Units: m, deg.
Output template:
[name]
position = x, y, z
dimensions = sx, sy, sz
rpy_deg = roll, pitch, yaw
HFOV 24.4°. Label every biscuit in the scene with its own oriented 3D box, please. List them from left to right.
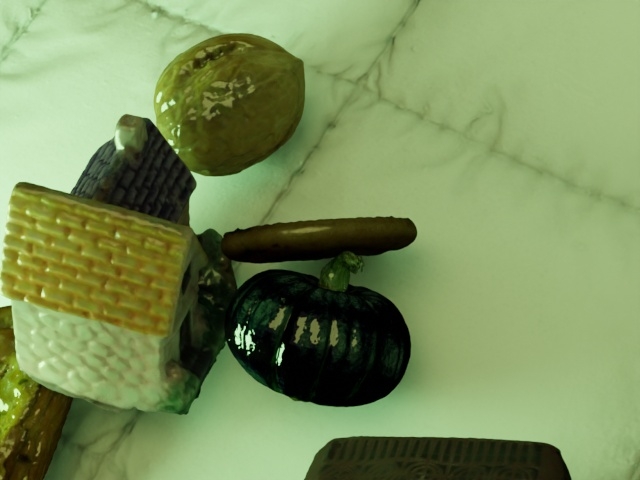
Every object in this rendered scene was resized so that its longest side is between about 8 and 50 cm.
[biscuit]
position = 0.000, 0.000, 1.534
dimensions = 0.212, 0.212, 0.036
rpy_deg = -5, 87, 18

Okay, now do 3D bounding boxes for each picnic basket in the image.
[picnic basket]
position = 0.105, 0.267, 1.359
dimensions = 0.297, 0.222, 0.129
rpy_deg = -2, 46, 19

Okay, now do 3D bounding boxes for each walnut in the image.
[walnut]
position = -0.099, -0.157, 1.681
dimensions = 0.184, 0.155, 0.155
rpy_deg = -27, 58, 3

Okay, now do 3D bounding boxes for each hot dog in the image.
[hot dog]
position = -0.361, 0.193, 1.609
dimensions = 0.196, 0.122, 0.272
rpy_deg = 12, 70, 20

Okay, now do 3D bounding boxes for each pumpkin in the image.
[pumpkin]
position = -0.004, 0.097, 1.488
dimensions = 0.194, 0.194, 0.150
rpy_deg = 4, 64, 22

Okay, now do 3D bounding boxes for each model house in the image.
[model house]
position = -0.190, 0.013, 1.530
dimensions = 0.202, 0.237, 0.237
rpy_deg = 18, 49, 12
